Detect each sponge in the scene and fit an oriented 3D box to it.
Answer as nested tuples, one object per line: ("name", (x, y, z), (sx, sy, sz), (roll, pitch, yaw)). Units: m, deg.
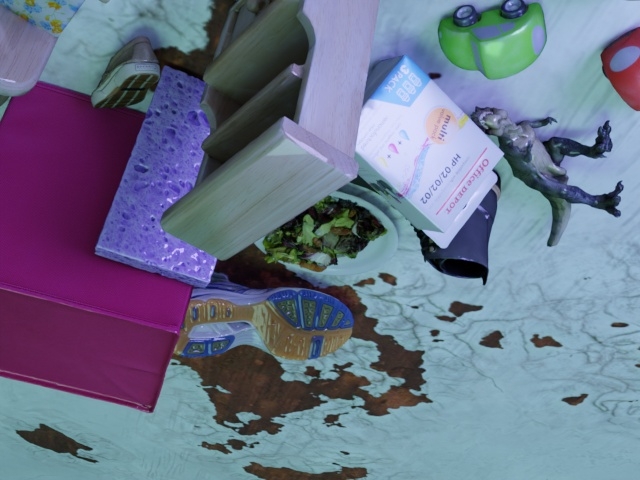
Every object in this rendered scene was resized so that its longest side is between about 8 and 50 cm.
("sponge", (-0.140, -0.066, 0.845), (0.117, 0.210, 0.031), (20, 160, -14))

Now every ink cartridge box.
("ink cartridge box", (0.103, -0.081, 0.807), (0.181, 0.104, 0.061), (40, 171, -19))

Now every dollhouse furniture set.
("dollhouse furniture set", (-0.161, -0.199, 0.605), (0.394, 0.256, 0.362), (29, 142, -27))

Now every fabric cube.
("fabric cube", (-0.270, 0.017, 0.961), (0.254, 0.258, 0.259), (16, 147, -10))

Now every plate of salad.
("plate of salad", (0.000, 0.000, 1.055), (0.200, 0.048, 0.199), (7, 146, 5))

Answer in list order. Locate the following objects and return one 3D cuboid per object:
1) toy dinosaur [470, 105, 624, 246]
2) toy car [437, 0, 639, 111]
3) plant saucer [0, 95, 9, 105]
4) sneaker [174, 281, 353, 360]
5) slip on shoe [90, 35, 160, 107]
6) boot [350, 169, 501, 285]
("toy dinosaur", (0.254, -0.071, 0.870), (0.118, 0.064, 0.268), (2, 150, 39))
("toy car", (0.214, -0.179, 0.721), (0.225, 0.053, 0.239), (-5, 144, 21))
("plant saucer", (-0.442, -0.226, 0.830), (0.278, 0.041, 0.278), (8, 148, 5))
("sneaker", (-0.098, 0.101, 1.204), (0.297, 0.111, 0.131), (6, -165, -23))
("slip on shoe", (-0.206, -0.172, 0.859), (0.051, 0.041, 0.135), (-7, 175, -29))
("boot", (0.100, -0.034, 0.895), (0.198, 0.137, 0.077), (11, 147, -1))
